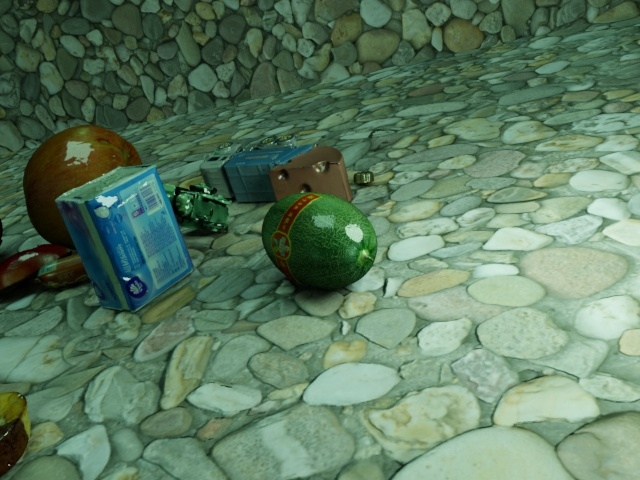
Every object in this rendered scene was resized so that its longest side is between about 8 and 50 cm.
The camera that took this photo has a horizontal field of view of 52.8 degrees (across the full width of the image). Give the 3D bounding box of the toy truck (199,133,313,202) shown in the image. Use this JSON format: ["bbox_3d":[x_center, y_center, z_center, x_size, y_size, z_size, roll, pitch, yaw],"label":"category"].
[{"bbox_3d":[-0.175,-0.203,1.856,0.367,0.146,0.175,-1,31,31],"label":"toy truck"}]

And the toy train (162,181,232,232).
[{"bbox_3d":[-0.318,-0.085,1.609,0.154,0.115,0.269,11,0,14],"label":"toy train"}]

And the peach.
[{"bbox_3d":[-0.781,0.073,1.658,0.279,0.068,0.189,-29,8,-20],"label":"peach"}]

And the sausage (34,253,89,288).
[{"bbox_3d":[-0.581,0.062,1.589,0.263,0.083,0.083,-16,23,2],"label":"sausage"}]

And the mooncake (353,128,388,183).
[{"bbox_3d":[0.150,-0.236,1.856,0.150,0.057,0.347,-3,29,-4],"label":"mooncake"}]

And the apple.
[{"bbox_3d":[-0.638,-0.138,1.758,0.339,0.340,0.340,-13,23,6],"label":"apple"}]

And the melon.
[{"bbox_3d":[0.000,0.000,1.236,0.182,0.182,0.287,-31,28,-32],"label":"melon"}]

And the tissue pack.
[{"bbox_3d":[-0.421,-0.010,1.408,0.146,0.264,0.198,3,28,36],"label":"tissue pack"}]

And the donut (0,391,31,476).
[{"bbox_3d":[-0.525,0.311,0.987,0.166,0.073,0.184,-20,22,-9],"label":"donut"}]

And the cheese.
[{"bbox_3d":[0.003,-0.163,1.670,0.202,0.128,0.177,-29,26,-32],"label":"cheese"}]

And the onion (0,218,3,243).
[{"bbox_3d":[-1.041,0.002,1.875,0.246,0.190,0.246,-33,18,12],"label":"onion"}]
